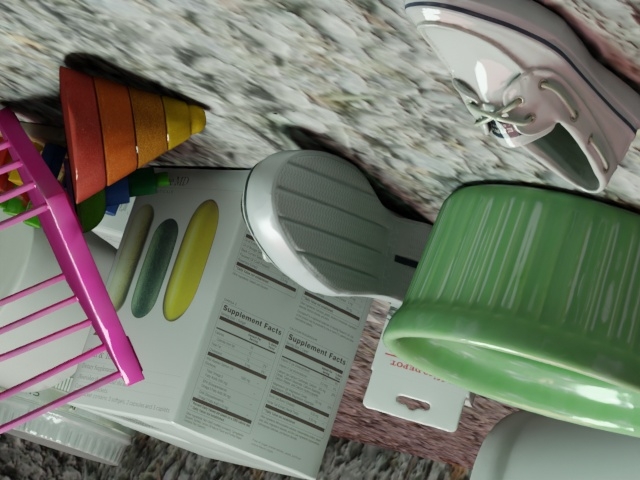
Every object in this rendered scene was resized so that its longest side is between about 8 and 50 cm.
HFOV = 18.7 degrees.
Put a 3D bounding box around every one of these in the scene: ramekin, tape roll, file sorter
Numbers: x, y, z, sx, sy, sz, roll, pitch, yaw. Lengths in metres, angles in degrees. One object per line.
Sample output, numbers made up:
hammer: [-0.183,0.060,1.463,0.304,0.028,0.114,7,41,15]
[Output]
ramekin: [0.219,0.063,1.709,0.303,0.148,0.303,17,169,3]
tape roll: [-0.375,0.041,2.282,0.246,0.246,0.169,9,166,38]
file sorter: [-0.316,0.032,1.854,0.290,0.182,0.202,46,158,63]

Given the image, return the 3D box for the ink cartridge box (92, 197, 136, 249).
ink cartridge box: [-0.136,0.022,2.294,0.165,0.065,0.332,14,167,19]

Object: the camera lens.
camera lens: [-0.324,0.146,2.639,0.219,0.274,0.219,17,169,3]

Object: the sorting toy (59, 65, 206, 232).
sorting toy: [-0.177,-0.081,1.822,0.126,0.127,0.365,-8,172,-8]

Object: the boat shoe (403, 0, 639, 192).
boat shoe: [0.133,-0.096,1.246,0.226,0.075,0.083,26,166,-39]

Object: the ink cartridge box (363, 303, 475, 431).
ink cartridge box: [0.117,0.101,1.970,0.104,0.180,0.060,16,169,12]

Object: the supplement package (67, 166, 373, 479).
supplement package: [-0.094,0.082,1.990,0.198,0.262,0.199,27,166,-37]

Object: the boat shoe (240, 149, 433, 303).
boat shoe: [0.000,0.000,1.809,0.119,0.121,0.335,6,167,30]

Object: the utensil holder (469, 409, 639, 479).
utensil holder: [0.388,0.299,1.938,0.385,0.327,0.328,-15,152,33]

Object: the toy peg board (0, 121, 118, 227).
toy peg board: [-0.292,-0.063,2.075,0.161,0.079,0.161,10,167,36]
